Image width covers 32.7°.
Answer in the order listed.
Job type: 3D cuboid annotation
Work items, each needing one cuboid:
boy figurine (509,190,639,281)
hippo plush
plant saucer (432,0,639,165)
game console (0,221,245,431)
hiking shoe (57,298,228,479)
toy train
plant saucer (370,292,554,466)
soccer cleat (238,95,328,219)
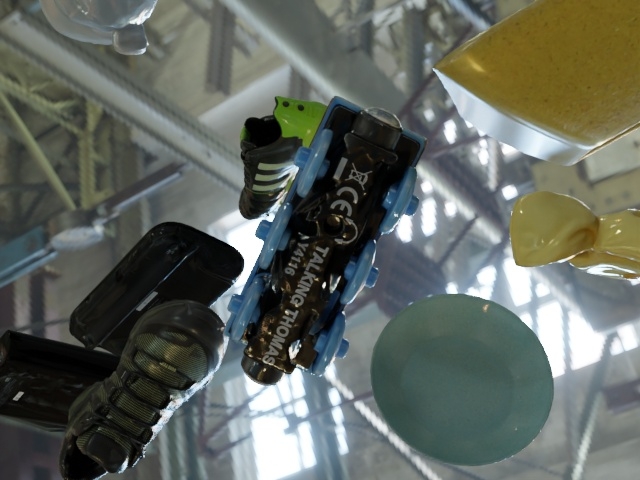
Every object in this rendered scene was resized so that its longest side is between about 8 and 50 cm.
[{"bbox_3d":[0.336,0.019,1.172,0.285,0.177,0.092,16,-97,-20],"label":"boy figurine"},{"bbox_3d":[-0.164,-0.292,1.120,0.234,0.294,0.237,36,-107,-24],"label":"hippo plush"},{"bbox_3d":[0.244,-0.140,0.680,0.081,0.332,0.333,61,-170,3],"label":"plant saucer"},{"bbox_3d":[-0.200,0.103,1.123,0.213,0.361,0.044,19,-136,-35],"label":"game console"},{"bbox_3d":[-0.155,0.146,0.944,0.086,0.227,0.114,31,-145,-16],"label":"hiking shoe"},{"bbox_3d":[0.000,0.000,0.668,0.080,0.184,0.105,24,-166,-5],"label":"toy train"},{"bbox_3d":[0.147,0.150,1.154,0.037,0.194,0.195,95,167,-61],"label":"plant saucer"},{"bbox_3d":[-0.048,-0.077,1.002,0.072,0.179,0.060,18,-124,-19],"label":"soccer cleat"}]
